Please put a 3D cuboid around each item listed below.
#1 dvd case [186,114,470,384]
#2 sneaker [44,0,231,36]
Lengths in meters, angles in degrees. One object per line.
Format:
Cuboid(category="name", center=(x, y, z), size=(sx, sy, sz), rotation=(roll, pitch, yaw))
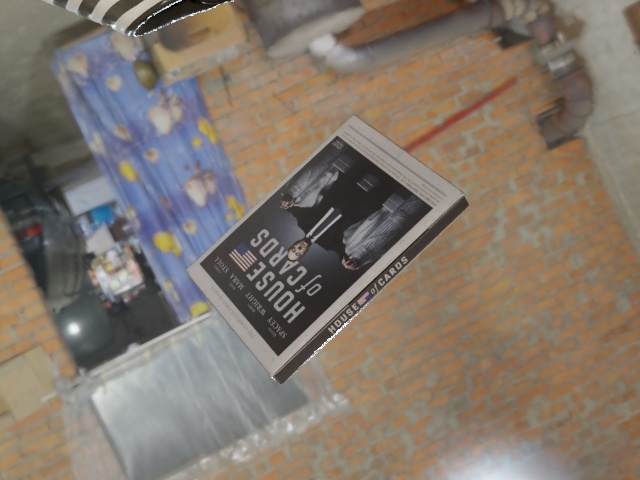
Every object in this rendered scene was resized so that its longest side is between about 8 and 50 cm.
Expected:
Cuboid(category="dvd case", center=(0.000, 0.000, 0.835), size=(0.239, 0.029, 0.179), rotation=(-43, -133, -4))
Cuboid(category="sneaker", center=(-0.144, -0.383, 0.856), size=(0.169, 0.257, 0.447), rotation=(-18, -135, 58))
